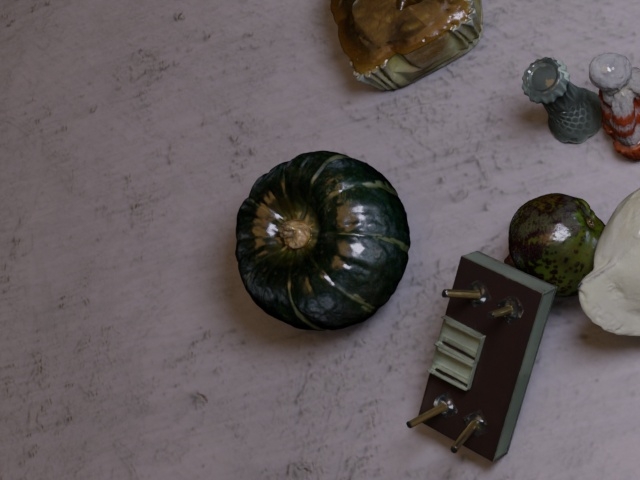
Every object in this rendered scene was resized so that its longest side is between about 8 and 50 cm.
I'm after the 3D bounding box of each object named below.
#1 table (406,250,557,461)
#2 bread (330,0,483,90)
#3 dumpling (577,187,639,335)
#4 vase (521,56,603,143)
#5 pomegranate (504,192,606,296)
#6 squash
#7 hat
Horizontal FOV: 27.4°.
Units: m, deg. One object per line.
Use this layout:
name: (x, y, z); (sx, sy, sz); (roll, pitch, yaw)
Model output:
table: (0.188, 0.152, 1.637); (0.122, 0.111, 0.240); (25, 114, 31)
bread: (0.121, -0.333, 1.870); (0.210, 0.110, 0.192); (-24, 67, 20)
dumpling: (0.418, 0.015, 1.594); (0.126, 0.166, 0.216); (-21, 33, 48)
vase: (0.312, -0.186, 1.702); (0.081, 0.149, 0.081); (-8, 72, 25)
pomegranate: (0.298, 0.003, 1.677); (0.125, 0.138, 0.163); (-56, 17, -1)
squash: (0.000, 0.000, 1.803); (0.252, 0.165, 0.252); (-6, 75, 25)
hat: (0.387, -0.181, 1.654); (0.093, 0.162, 0.112); (34, 89, 34)
